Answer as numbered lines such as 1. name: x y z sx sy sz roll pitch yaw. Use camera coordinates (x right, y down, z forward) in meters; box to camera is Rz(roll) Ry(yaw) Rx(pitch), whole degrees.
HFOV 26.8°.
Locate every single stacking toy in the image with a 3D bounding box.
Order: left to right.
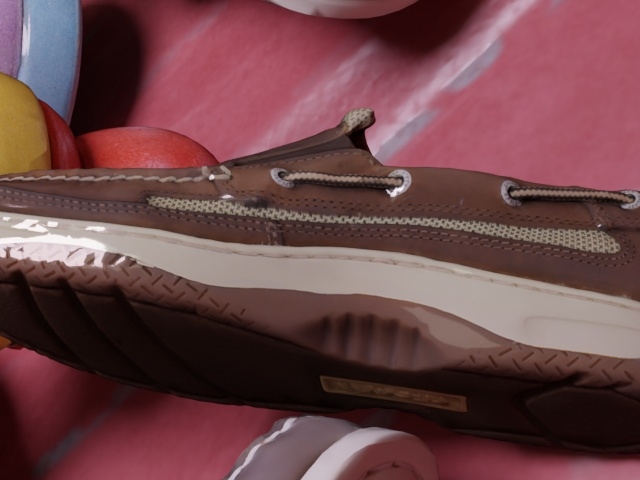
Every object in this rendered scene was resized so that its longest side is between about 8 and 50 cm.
1. stacking toy: -0.158 0.004 0.667 0.309 0.130 0.279 57 133 47

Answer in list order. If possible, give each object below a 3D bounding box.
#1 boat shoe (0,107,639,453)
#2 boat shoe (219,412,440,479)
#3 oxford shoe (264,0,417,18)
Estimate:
1. boat shoe: 0.000 0.004 0.459 0.257 0.095 0.095 11 62 4
2. boat shoe: -0.068 0.195 0.442 0.096 0.116 0.324 25 89 42
3. oxford shoe: -0.093 -0.204 0.695 0.449 0.169 0.130 38 136 38
